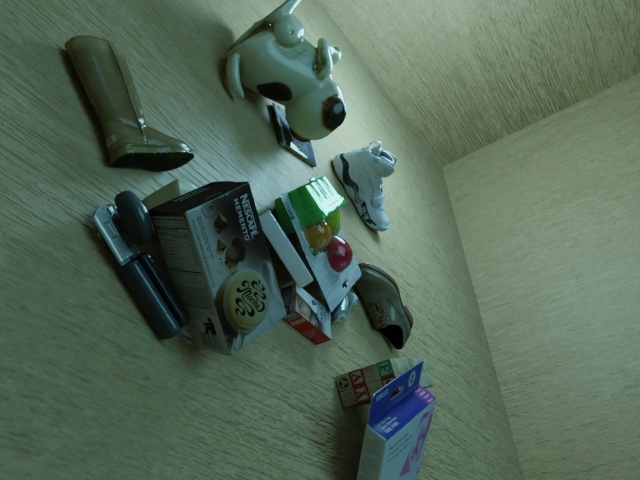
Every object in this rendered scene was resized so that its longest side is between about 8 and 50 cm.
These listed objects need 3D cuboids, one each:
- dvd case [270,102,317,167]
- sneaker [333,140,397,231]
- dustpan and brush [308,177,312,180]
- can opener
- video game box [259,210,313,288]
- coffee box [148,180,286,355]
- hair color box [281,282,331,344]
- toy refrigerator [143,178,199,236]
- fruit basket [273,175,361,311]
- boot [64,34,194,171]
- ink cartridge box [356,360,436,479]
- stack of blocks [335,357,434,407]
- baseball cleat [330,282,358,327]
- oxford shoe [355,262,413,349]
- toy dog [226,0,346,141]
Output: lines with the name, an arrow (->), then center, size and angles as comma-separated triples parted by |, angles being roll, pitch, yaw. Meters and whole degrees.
dvd case -> -0.091, -0.361, 2.035 | 0.221, 0.018, 0.164 | 26, 45, -54
sneaker -> 0.221, -0.210, 2.291 | 0.366, 0.210, 0.137 | 56, 26, -19
dustpan and brush -> 0.003, -0.131, 1.954 | 0.211, 0.060, 0.147 | 44, 31, -39
can opener -> -0.326, 0.049, 1.089 | 0.280, 0.093, 0.074 | 65, 23, -11
video game box -> -0.094, 0.019, 1.515 | 0.205, 0.048, 0.187 | 58, 0, -4
coffee box -> -0.195, 0.049, 1.154 | 0.168, 0.119, 0.297 | -32, 116, -44
hair color box -> -0.037, 0.197, 1.572 | 0.167, 0.053, 0.093 | 42, 33, -38
toy refrigerator -> -0.249, -0.035, 1.299 | 0.269, 0.102, 0.094 | 26, 45, -56
fruit basket -> 0.000, 0.000, 1.745 | 0.353, 0.165, 0.327 | 70, 23, -10
boot -> -0.396, -0.289, 1.259 | 0.236, 0.089, 0.269 | -4, 70, -65
ink cartridge box -> 0.198, 0.506, 1.494 | 0.324, 0.071, 0.330 | -10, 113, -58
stack of blocks -> 0.192, 0.406, 1.694 | 0.297, 0.171, 0.087 | 20, 50, -59
baseball cleat -> 0.046, 0.184, 1.757 | 0.109, 0.072, 0.206 | 51, 19, 3
oxford shoe -> 0.211, 0.221, 1.977 | 0.348, 0.123, 0.130 | 52, 33, -25
toy dog -> -0.075, -0.510, 1.875 | 0.408, 0.284, 0.395 | 48, 43, -23
